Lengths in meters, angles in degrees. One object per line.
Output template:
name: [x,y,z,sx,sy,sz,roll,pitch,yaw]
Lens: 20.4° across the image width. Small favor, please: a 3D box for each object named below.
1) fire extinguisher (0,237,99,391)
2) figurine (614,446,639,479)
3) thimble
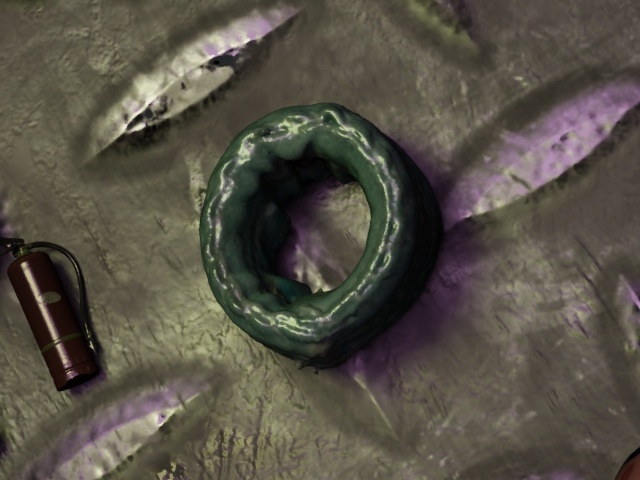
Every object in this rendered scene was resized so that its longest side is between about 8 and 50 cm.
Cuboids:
fire extinguisher: [-0.251,0.059,1.673,0.078,0.045,0.157,-19,79,-35]
figurine: [0.315,0.228,1.446,0.173,0.173,0.173,-2,80,13]
thimble: [0.000,0.000,1.573,0.198,0.143,0.235,3,83,15]
